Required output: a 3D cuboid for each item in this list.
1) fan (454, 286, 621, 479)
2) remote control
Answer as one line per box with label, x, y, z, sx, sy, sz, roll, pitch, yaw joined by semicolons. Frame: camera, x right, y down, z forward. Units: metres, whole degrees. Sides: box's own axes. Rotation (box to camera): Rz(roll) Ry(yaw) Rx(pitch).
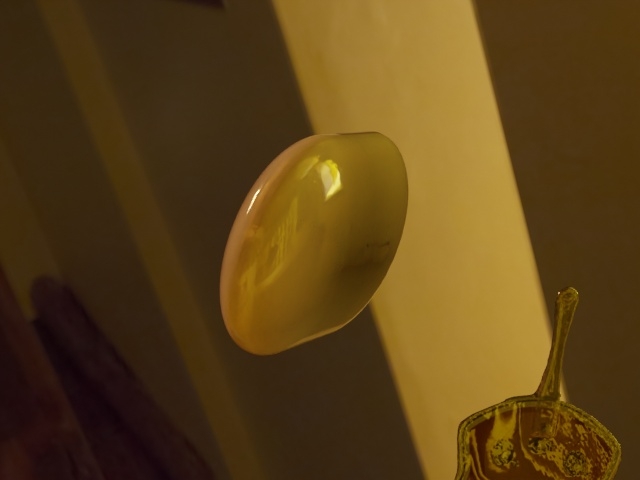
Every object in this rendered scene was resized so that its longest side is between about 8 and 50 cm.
fan;0.163;0.142;1.088;0.132;0.220;0.009;9;-178;-14
remote control;0.000;0.000;1.454;0.103;0.221;0.332;24;-166;21
